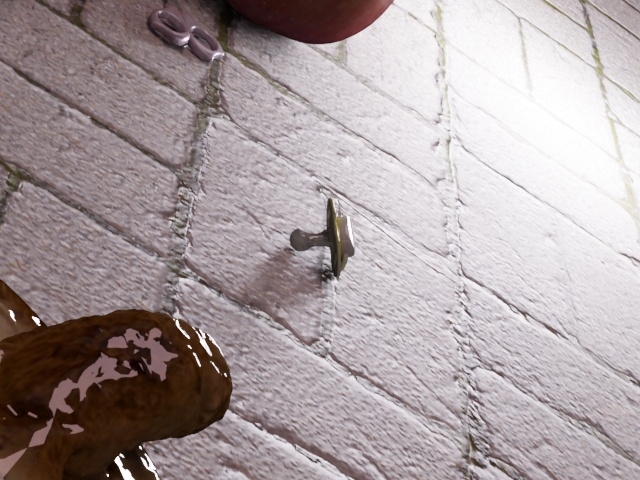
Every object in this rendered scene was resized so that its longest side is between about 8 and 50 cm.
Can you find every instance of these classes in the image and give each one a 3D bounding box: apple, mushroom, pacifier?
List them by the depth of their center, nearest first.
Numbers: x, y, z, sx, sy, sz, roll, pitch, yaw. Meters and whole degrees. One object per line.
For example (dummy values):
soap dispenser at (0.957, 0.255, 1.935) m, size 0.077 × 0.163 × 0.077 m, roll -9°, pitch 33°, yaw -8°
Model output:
mushroom at (-0.227, 0.143, 1.063) m, size 0.345 × 0.239 × 0.345 m, roll 17°, pitch 16°, yaw -5°
pacifier at (0.000, 0.000, 1.794) m, size 0.064 × 0.068 × 0.083 m, roll -2°, pitch 61°, yaw -9°
apple at (-0.028, -0.386, 2.171) m, size 0.306 × 0.235 × 0.305 m, roll 32°, pitch 24°, yaw -16°

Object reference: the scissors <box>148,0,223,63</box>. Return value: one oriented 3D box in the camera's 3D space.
scissors at (-0.168, -0.268, 2.044) m, size 0.100 × 0.015 × 0.189 m, roll 22°, pitch 28°, yaw -36°
